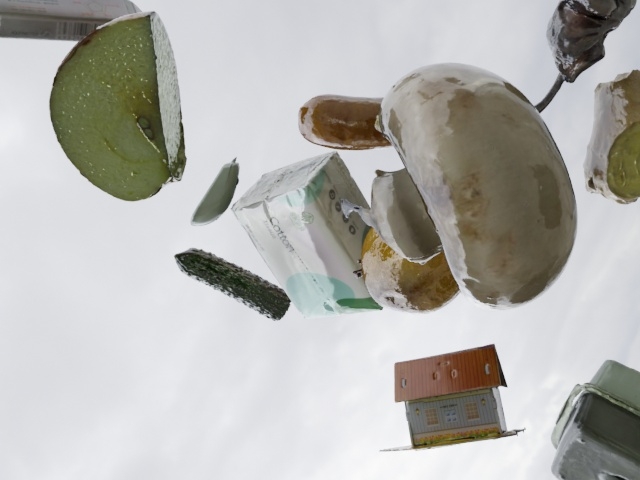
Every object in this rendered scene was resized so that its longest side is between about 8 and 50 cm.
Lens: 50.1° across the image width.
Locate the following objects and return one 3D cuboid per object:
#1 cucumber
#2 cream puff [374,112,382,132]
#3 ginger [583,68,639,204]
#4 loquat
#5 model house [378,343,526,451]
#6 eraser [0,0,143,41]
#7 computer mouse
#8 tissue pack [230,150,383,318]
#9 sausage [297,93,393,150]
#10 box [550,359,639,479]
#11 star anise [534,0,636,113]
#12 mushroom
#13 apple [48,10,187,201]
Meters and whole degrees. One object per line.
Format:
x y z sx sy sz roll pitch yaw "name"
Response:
-0.239 0.108 1.834 0.360 0.096 0.096 31 -104 -29 "cucumber"
0.132 -0.191 1.105 0.083 0.083 0.058 -20 -80 -30 "cream puff"
0.603 -0.212 1.382 0.221 0.130 0.275 -97 14 -55 "ginger"
0.184 0.033 1.290 0.193 0.238 0.238 34 -106 -38 "loquat"
0.179 0.238 1.026 0.207 0.220 0.135 30 -130 -67 "model house"
-0.480 -0.420 1.282 0.352 0.089 0.061 -6 -35 -30 "eraser"
-0.219 -0.101 1.508 0.181 0.056 0.089 -59 5 -7 "computer mouse"
-0.001 0.001 1.598 0.356 0.266 0.194 57 -135 -21 "tissue pack"
0.089 -0.212 1.224 0.271 0.109 0.108 -6 -67 -23 "sausage"
0.528 0.348 1.108 0.166 0.291 0.220 -42 -33 -36 "box"
0.469 -0.412 1.211 0.359 0.139 0.315 -46 -28 -16 "star anise"
0.185 -0.063 0.966 0.295 0.362 0.362 -26 -35 8 "mushroom"
-0.343 -0.246 1.241 0.254 0.179 0.345 -35 -43 -40 "apple"
